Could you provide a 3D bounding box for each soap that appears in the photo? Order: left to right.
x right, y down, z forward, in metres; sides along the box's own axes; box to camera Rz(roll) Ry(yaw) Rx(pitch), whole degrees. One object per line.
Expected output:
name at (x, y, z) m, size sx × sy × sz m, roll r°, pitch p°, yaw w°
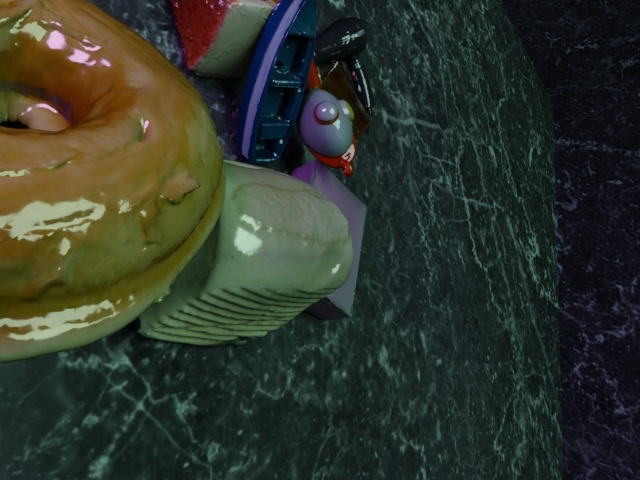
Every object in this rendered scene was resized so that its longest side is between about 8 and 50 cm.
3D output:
soap at (-0.002, 0.001, 1.028) m, size 0.181 × 0.081 × 0.259 m, roll 37°, pitch 50°, yaw -39°

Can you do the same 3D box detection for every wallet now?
wallet at (0.051, -0.307, 1.209) m, size 0.095 × 0.026 × 0.176 m, roll -56°, pitch 133°, yaw -18°

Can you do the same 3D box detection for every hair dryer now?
hair dryer at (0.073, -0.373, 1.254) m, size 0.235 × 0.091 × 0.272 m, roll -42°, pitch 115°, yaw -39°

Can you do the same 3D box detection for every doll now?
doll at (-0.013, -0.269, 1.011) m, size 0.200 × 0.105 × 0.336 m, roll 98°, pitch -31°, yaw -76°

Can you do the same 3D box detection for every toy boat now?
toy boat at (-0.074, -0.274, 0.903) m, size 0.096 × 0.062 × 0.299 m, roll -13°, pitch 132°, yaw -47°

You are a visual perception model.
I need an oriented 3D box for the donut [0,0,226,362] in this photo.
donut at (-0.296, -0.088, 0.505) m, size 0.449 × 0.198 × 0.449 m, roll 19°, pitch 43°, yaw -19°

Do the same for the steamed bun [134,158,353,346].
steamed bun at (-0.127, -0.013, 0.774) m, size 0.290 × 0.273 × 0.272 m, roll 5°, pitch 59°, yaw -55°

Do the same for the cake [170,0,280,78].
cake at (-0.165, -0.429, 0.903) m, size 0.158 × 0.159 × 0.262 m, roll -18°, pitch 91°, yaw -49°
